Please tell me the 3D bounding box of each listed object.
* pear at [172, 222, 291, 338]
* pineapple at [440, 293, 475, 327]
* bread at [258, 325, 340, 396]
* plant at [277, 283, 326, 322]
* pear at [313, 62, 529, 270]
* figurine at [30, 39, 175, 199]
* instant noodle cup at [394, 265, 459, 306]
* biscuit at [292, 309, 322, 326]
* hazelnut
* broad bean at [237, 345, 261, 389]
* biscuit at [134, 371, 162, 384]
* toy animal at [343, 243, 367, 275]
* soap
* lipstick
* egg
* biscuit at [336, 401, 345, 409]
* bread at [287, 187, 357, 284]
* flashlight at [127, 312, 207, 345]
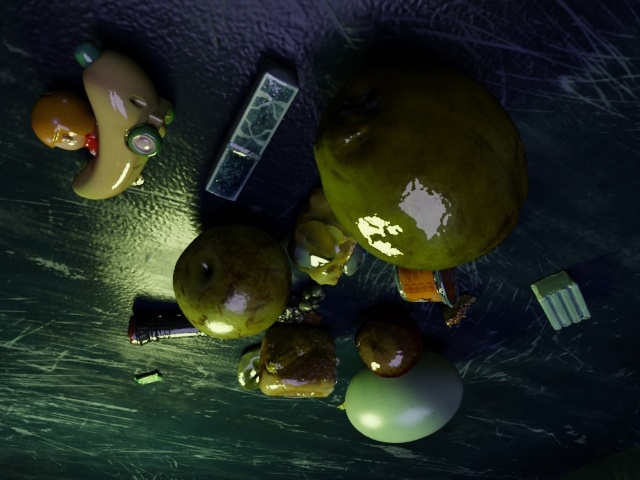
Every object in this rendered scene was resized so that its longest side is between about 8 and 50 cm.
[{"bbox_3d":[-0.194,0.095,1.082,0.284,0.283,0.283,-3,135,-3],"label":"pear"},{"bbox_3d":[0.405,0.193,1.378,0.114,0.077,0.114,-47,157,21],"label":"pineapple"},{"bbox_3d":[-0.051,0.353,1.383,0.247,0.195,0.176,8,147,-17],"label":"bread"},{"bbox_3d":[-0.054,0.175,1.297,0.174,0.087,0.085,-33,164,20],"label":"plant"},{"bbox_3d":[0.178,-0.123,0.844,0.414,0.351,0.352,28,126,-24],"label":"pear"},{"bbox_3d":[-0.409,-0.201,0.858,0.222,0.124,0.324,23,132,-26],"label":"figurine"},{"bbox_3d":[0.263,0.087,1.186,0.126,0.177,0.208,-12,117,25],"label":"instant noodle cup"},{"bbox_3d":[-0.041,0.238,1.401,0.092,0.016,0.082,-10,136,3],"label":"biscuit"},{"bbox_3d":[0.212,0.304,1.388,0.208,0.208,0.208,-3,135,-3],"label":"hazelnut"},{"bbox_3d":[-0.185,0.400,1.522,0.207,0.072,0.153,-40,130,14],"label":"broad bean"},{"bbox_3d":[-0.576,0.462,1.572,0.089,0.016,0.046,-17,132,11],"label":"biscuit"},{"bbox_3d":[0.074,-0.024,1.129,0.079,0.070,0.252,-22,131,-34],"label":"toy animal"},{"bbox_3d":[0.710,0.178,1.381,0.115,0.063,0.198,-28,131,19],"label":"soap"},{"bbox_3d":[-0.137,-0.208,0.907,0.078,0.076,0.289,22,127,-22],"label":"lipstick"},{"bbox_3d":[0.263,0.495,1.502,0.389,0.276,0.276,-23,132,15],"label":"egg"},{"bbox_3d":[0.186,0.586,1.762,0.292,0.026,0.048,-31,133,24],"label":"biscuit"},{"bbox_3d":[0.000,0.000,1.082,0.161,0.088,0.233,31,128,9],"label":"bread"},{"bbox_3d":[-0.418,0.244,1.329,0.232,0.093,0.092,-4,135,-10],"label":"flashlight"}]
